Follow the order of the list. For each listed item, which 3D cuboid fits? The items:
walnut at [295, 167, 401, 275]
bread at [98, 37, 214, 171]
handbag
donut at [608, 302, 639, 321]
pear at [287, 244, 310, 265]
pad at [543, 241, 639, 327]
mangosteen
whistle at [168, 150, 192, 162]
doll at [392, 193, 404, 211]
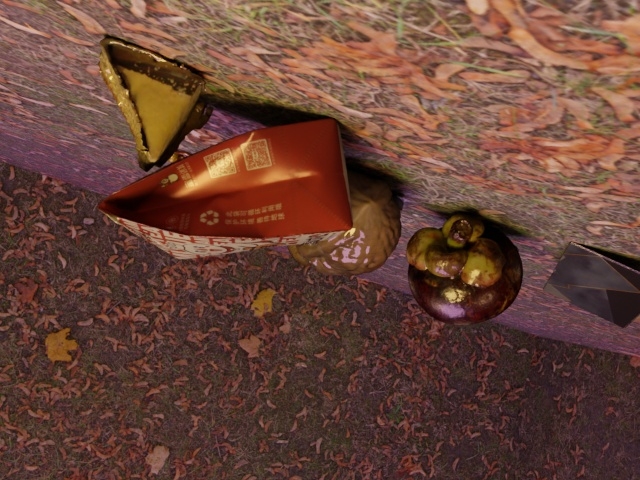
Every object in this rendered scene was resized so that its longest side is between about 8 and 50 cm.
[{"bbox_3d":[0.043,-0.030,1.033,0.178,0.178,0.230,18,164,-12],"label":"walnut"},{"bbox_3d":[-0.220,-0.169,0.805,0.152,0.127,0.147,36,170,-11],"label":"bread"},{"bbox_3d":[-0.119,-0.059,0.839,0.298,0.150,0.171,-7,177,-8],"label":"handbag"},{"bbox_3d":[0.576,0.106,1.239,0.175,0.068,0.174,19,176,2],"label":"donut"},{"bbox_3d":[0.000,0.000,1.527,0.167,0.136,0.167,16,-166,-4],"label":"pear"},{"bbox_3d":[0.486,0.083,1.148,0.164,0.004,0.243,27,163,18],"label":"pad"},{"bbox_3d":[0.238,0.035,1.102,0.192,0.192,0.217,14,142,29],"label":"mangosteen"},{"bbox_3d":[-0.265,-0.152,1.345,0.109,0.046,0.057,30,-178,-41],"label":"whistle"},{"bbox_3d":[0.116,-0.062,1.114,0.057,0.039,0.114,50,173,-20],"label":"doll"}]
